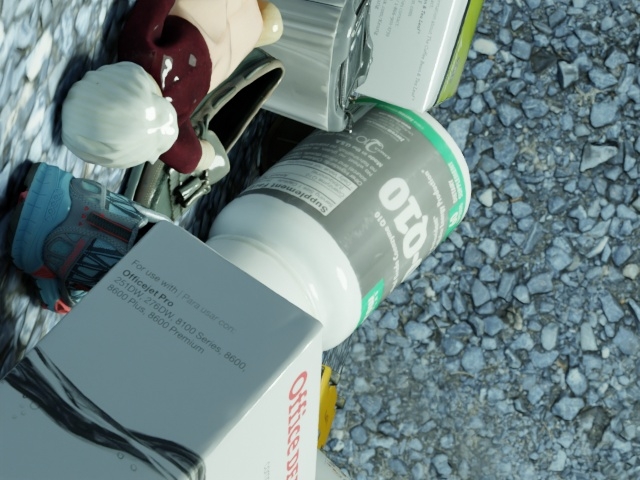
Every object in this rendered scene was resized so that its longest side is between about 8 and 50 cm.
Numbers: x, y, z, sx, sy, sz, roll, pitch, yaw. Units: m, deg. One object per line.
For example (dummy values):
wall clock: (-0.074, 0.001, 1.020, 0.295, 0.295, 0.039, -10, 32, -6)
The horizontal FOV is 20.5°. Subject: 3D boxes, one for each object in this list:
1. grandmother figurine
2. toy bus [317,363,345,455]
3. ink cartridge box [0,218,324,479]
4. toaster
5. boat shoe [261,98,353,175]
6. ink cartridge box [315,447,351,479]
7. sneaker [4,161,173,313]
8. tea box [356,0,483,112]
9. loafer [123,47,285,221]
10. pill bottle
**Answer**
grandmother figurine: (-0.127, -0.152, 1.536, 0.342, 0.104, 0.208, -53, 131, -59)
toy bus: (-0.040, 0.264, 2.768, 0.333, 0.130, 0.108, 79, 30, -73)
ink cartridge box: (-0.177, 0.220, 1.322, 0.395, 0.166, 0.285, -47, 160, -28)
toaster: (-0.024, -0.213, 1.875, 0.227, 0.146, 0.129, 93, 17, -56)
boat shoe: (-0.019, -0.111, 2.298, 0.307, 0.110, 0.104, 112, -2, -47)
ink cartridge box: (-0.059, 0.420, 2.274, 0.272, 0.130, 0.309, -47, 179, 2)
sneaker: (-0.171, 0.018, 1.454, 0.262, 0.125, 0.104, 57, 51, -79)
tea box: (0.089, -0.345, 2.097, 0.323, 0.220, 0.329, -31, 138, -76)
loafer: (-0.113, -0.103, 1.728, 0.096, 0.084, 0.267, 96, 14, -52)
pill bottle: (0.000, 0.000, 2.044, 0.361, 0.204, 0.204, -43, 154, -38)
